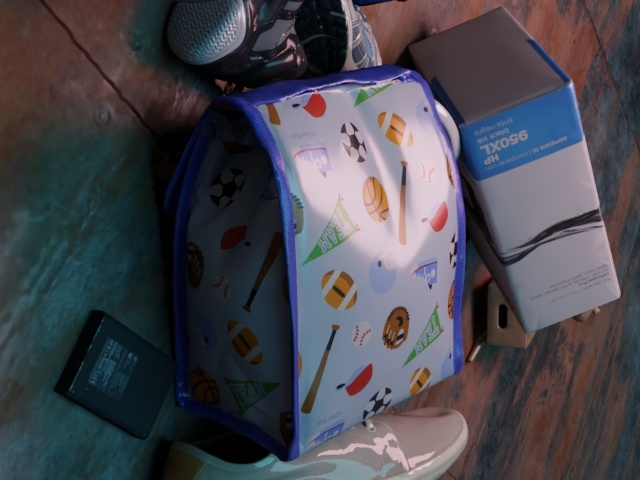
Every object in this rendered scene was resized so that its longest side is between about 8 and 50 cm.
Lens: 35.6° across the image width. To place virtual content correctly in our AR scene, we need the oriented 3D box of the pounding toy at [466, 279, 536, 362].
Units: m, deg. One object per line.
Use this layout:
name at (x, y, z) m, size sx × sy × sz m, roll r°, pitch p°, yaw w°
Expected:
pounding toy at (0.324, 0.137, 1.768) m, size 0.130 × 0.100 × 0.141 m, roll -27°, pitch 119°, yaw -66°

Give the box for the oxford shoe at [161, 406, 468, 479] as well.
oxford shoe at (0.006, 0.254, 1.217) m, size 0.450 × 0.169 × 0.130 m, roll -9°, pitch 93°, yaw -35°

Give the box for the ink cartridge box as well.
ink cartridge box at (0.292, -0.103, 1.500) m, size 0.285 × 0.166 × 0.394 m, roll -108°, pitch 175°, yaw -56°

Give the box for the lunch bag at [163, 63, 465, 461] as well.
lunch bag at (0.000, 0.000, 1.159) m, size 0.328 × 0.239 × 0.385 m, roll -20°, pitch 118°, yaw -46°

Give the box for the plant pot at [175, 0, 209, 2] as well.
plant pot at (-0.112, -0.400, 0.974) m, size 0.229 × 0.263 × 0.263 m, roll -67°, pitch 144°, yaw -49°

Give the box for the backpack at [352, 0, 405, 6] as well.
backpack at (0.070, -0.369, 1.312) m, size 0.098 × 0.120 × 0.101 m, roll -53°, pitch 124°, yaw -33°

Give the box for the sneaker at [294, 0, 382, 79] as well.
sneaker at (0.014, -0.258, 1.284) m, size 0.283 × 0.110 × 0.122 m, roll 69°, pitch 31°, yaw -42°

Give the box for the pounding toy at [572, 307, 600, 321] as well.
pounding toy at (0.493, 0.050, 1.848) m, size 0.154 × 0.155 × 0.269 m, roll -61°, pitch -171°, yaw 17°

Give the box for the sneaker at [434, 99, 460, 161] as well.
sneaker at (0.104, -0.062, 1.339) m, size 0.147 × 0.105 × 0.295 m, roll -57°, pitch 166°, yaw -30°

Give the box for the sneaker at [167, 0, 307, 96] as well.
sneaker at (-0.045, -0.279, 1.136) m, size 0.268 × 0.101 × 0.153 m, roll -46°, pitch 149°, yaw 0°

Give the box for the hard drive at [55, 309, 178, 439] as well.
hard drive at (-0.213, 0.146, 1.067) m, size 0.135 × 0.022 × 0.094 m, roll 46°, pitch 58°, yaw -46°
